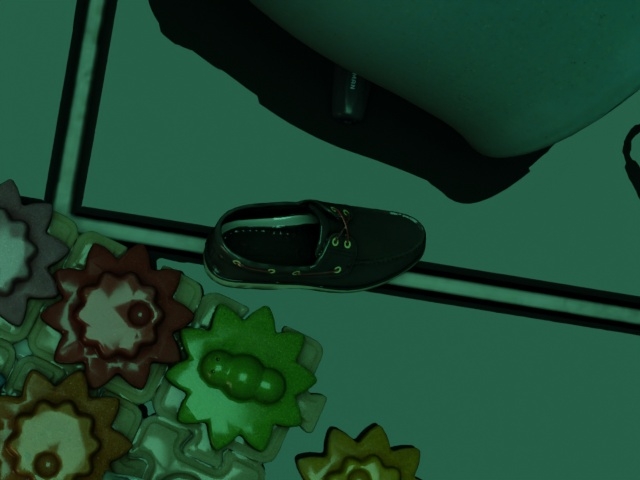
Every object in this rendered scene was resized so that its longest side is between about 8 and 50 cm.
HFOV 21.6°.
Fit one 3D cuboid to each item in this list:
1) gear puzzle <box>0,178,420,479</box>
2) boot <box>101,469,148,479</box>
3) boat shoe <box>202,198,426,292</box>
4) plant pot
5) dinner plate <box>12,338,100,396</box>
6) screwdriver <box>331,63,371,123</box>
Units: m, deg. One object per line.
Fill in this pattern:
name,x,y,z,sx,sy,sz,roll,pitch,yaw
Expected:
gear puzzle,-0.091,0.102,0.943,0.339,0.044,0.175,26,80,-6
boot,-0.041,0.234,0.914,0.208,0.076,0.189,11,86,-16
boat shoe,0.000,0.002,0.959,0.133,0.042,0.049,-3,66,-16
plant pot,0.073,-0.191,0.877,0.271,0.271,0.255,-47,109,-5
dinner plate,-0.185,0.109,0.965,0.141,0.017,0.141,0,86,-1
screwdriver,0.030,-0.151,0.991,0.025,0.024,0.170,8,83,27
